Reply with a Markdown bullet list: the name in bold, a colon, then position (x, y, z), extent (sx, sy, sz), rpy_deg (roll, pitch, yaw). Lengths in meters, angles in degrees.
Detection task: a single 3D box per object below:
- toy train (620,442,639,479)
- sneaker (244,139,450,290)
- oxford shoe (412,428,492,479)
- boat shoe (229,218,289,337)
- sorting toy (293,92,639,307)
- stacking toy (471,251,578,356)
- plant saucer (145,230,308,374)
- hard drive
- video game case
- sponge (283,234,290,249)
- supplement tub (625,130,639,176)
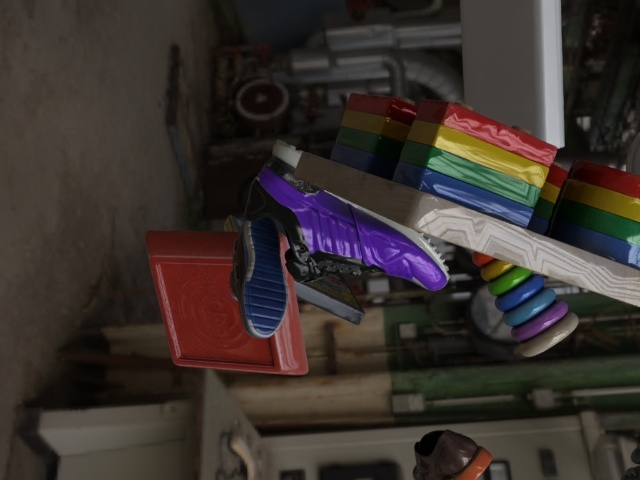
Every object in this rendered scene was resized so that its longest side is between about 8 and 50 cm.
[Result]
- **toy train**: position (0.782, 0.480, 1.857), extent (0.142, 0.190, 0.334), rpy_deg (53, 45, -1)
- **sneaker**: position (0.026, 0.005, 1.139), extent (0.146, 0.293, 0.102), rpy_deg (-56, -173, -2)
- **oxford shoe**: position (0.207, 0.375, 1.499), extent (0.097, 0.098, 0.271), rpy_deg (-45, 174, -25)
- **boat shoe**: position (-0.086, 0.055, 1.154), extent (0.066, 0.066, 0.183), rpy_deg (-41, -141, 44)
- **sorting toy**: position (0.141, -0.036, 0.668), extent (0.089, 0.255, 0.257), rpy_deg (-70, -160, 5)
- **stacking toy**: position (0.393, 0.074, 1.808), extent (0.330, 0.141, 0.141), rpy_deg (56, -1, 6)
- **plant saucer**: position (-0.163, 0.111, 1.404), extent (0.048, 0.259, 0.259), rpy_deg (-48, 134, -57)
- **hard drive**: position (0.257, -0.285, 1.179), extent (0.203, 0.040, 0.308), rpy_deg (-156, -121, -67)
- **video game case**: position (-0.059, 0.055, 1.715), extent (0.035, 0.274, 0.248), rpy_deg (-60, -161, 11)
- **sponge**: position (0.000, 0.000, 1.458), extent (0.117, 0.210, 0.031), rpy_deg (-4, -90, 63)
- **supplement tub**: position (0.632, -0.111, 1.339), extent (0.316, 0.228, 0.228), rpy_deg (-117, -158, -83)
